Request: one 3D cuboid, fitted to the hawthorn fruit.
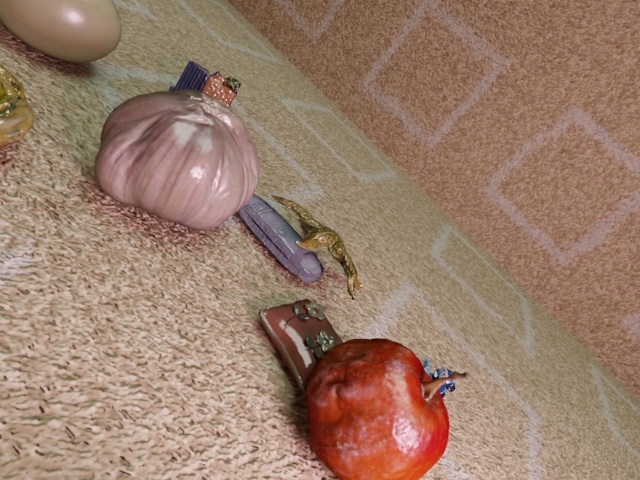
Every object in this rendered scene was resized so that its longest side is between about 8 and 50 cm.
[{"bbox_3d":[0.113,0.264,0.657,0.242,0.271,0.242,37,38,-36],"label":"hawthorn fruit"}]

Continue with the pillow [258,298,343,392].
[{"bbox_3d":[-0.021,0.193,0.805,0.171,0.075,0.179,-5,55,-54],"label":"pillow"}]

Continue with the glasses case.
[{"bbox_3d":[-0.102,-0.010,1.005,0.282,0.067,0.109,46,20,11],"label":"glasses case"}]

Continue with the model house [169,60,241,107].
[{"bbox_3d":[-0.357,-0.456,1.239,0.172,0.166,0.183,25,19,-23],"label":"model house"}]

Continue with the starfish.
[{"bbox_3d":[0.001,-0.003,1.033,0.358,0.078,0.347,48,10,3],"label":"starfish"}]

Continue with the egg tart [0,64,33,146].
[{"bbox_3d":[-0.598,-0.227,0.615,0.288,0.118,0.288,32,26,-18],"label":"egg tart"}]

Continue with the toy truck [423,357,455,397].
[{"bbox_3d":[0.281,0.334,0.999,0.090,0.073,0.056,39,26,-7],"label":"toy truck"}]

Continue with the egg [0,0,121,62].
[{"bbox_3d":[-0.611,-0.541,0.952,0.269,0.219,0.219,18,35,-37],"label":"egg"}]

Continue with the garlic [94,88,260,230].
[{"bbox_3d":[-0.266,-0.166,0.813,0.317,0.259,0.317,33,23,-16],"label":"garlic"}]
